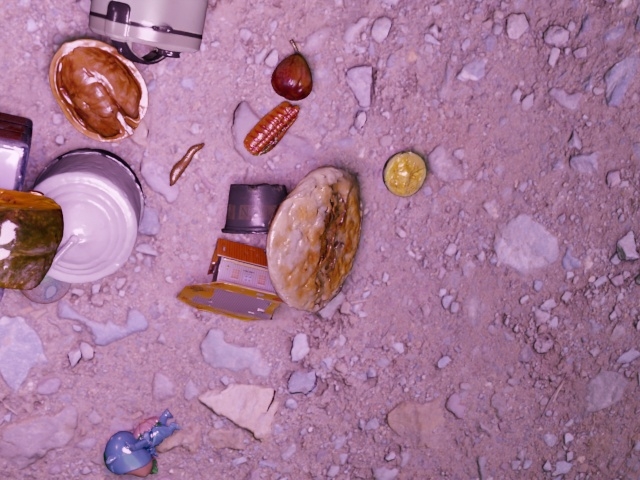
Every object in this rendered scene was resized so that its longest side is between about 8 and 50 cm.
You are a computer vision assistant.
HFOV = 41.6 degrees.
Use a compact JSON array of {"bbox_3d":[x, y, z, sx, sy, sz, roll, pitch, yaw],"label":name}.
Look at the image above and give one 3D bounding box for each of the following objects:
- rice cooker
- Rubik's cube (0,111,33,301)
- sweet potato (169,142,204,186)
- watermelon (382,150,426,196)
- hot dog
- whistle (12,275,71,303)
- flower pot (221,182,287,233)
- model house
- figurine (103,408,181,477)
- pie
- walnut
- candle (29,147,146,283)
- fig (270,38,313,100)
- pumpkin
[{"bbox_3d":[-0.316,-0.451,1.566,0.226,0.226,0.244,5,103,-18],"label":"rice cooker"},{"bbox_3d":[-0.694,-0.085,1.508,0.304,0.305,0.301,11,102,-19],"label":"Rubik's cube"},{"bbox_3d":[-0.285,-0.163,1.760,0.026,0.026,0.115,37,88,-23],"label":"sweet potato"},{"bbox_3d":[0.181,-0.151,1.884,0.105,0.062,0.105,-6,106,-23],"label":"watermelon"},{"bbox_3d":[-0.101,-0.237,1.785,0.144,0.038,0.062,-44,113,-1],"label":"hot dog"},{"bbox_3d":[-0.528,0.063,1.740,0.220,0.057,0.107,-19,111,-15],"label":"whistle"},{"bbox_3d":[-0.132,-0.069,1.773,0.157,0.157,0.107,-3,96,-16],"label":"flower pot"},{"bbox_3d":[-0.186,0.073,1.821,0.219,0.207,0.136,15,65,-11],"label":"model house"},{"bbox_3d":[-0.389,0.468,1.881,0.178,0.114,0.144,-37,115,-13],"label":"figurine"},{"bbox_3d":[-0.001,0.000,1.769,0.339,0.077,0.339,-31,129,-47],"label":"pie"},{"bbox_3d":[-0.428,-0.298,1.641,0.167,0.087,0.211,-31,111,1],"label":"walnut"},{"bbox_3d":[-0.443,-0.045,1.582,0.221,0.342,0.221,-3,107,-10],"label":"candle"},{"bbox_3d":[-0.052,-0.356,1.751,0.089,0.089,0.125,17,78,-21],"label":"fig"},{"bbox_3d":[-0.554,-0.030,1.365,0.280,0.190,0.139,25,102,21],"label":"pumpkin"}]
